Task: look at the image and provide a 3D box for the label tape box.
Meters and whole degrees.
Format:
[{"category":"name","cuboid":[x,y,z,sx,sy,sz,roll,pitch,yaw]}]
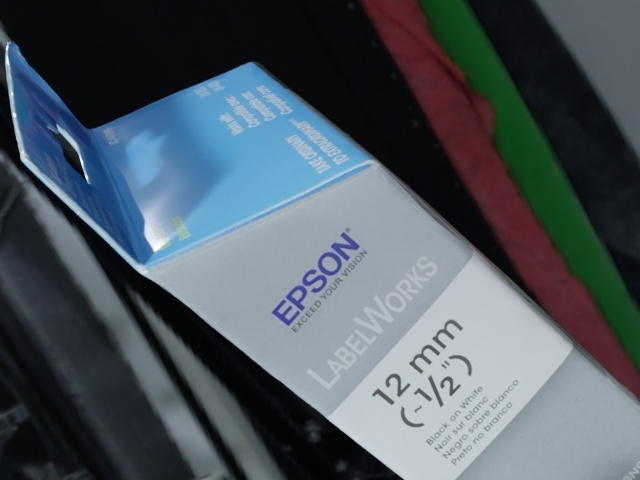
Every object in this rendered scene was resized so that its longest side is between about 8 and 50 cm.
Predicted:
[{"category":"label tape box","cuboid":[0.000,0.000,0.678,0.348,0.115,0.249,43,-177,-24]}]
